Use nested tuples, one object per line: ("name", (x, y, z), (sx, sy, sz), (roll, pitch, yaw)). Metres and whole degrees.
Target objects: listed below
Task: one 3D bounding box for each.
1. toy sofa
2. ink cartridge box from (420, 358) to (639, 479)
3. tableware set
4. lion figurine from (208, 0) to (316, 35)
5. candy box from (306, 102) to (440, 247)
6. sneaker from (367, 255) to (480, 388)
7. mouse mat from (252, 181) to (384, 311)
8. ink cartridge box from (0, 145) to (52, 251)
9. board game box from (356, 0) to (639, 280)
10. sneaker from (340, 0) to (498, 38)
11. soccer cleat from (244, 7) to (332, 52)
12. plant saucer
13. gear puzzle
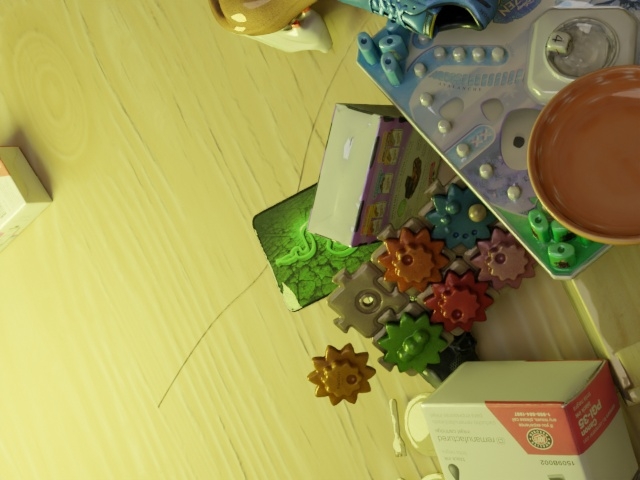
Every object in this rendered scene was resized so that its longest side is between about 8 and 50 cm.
("toy sofa", (0.353, 0.004, 1.426), (0.150, 0.177, 0.362), (-25, 82, 5))
("ink cartridge box", (0.268, 0.292, 1.439), (0.207, 0.117, 0.283), (-7, 109, 40))
("tableware set", (0.162, 0.298, 1.604), (0.128, 0.039, 0.194), (-10, 85, 40))
("lion figurine", (-0.023, -0.354, 1.532), (0.392, 0.142, 0.240), (-34, 49, 37))
("candy box", (0.077, -0.086, 1.518), (0.070, 0.196, 0.164), (20, 104, 28))
("sneaker", (0.166, 0.105, 1.553), (0.130, 0.087, 0.227), (-46, 68, 31))
("mouse mat", (0.000, 0.000, 1.679), (0.190, 0.007, 0.152), (-27, 82, 27))
("ink cartridge box", (-0.537, -0.048, 1.929), (0.198, 0.067, 0.115), (-39, 77, 24))
("board game box", (0.293, -0.215, 1.349), (0.390, 0.050, 0.390), (-39, 64, 0))
("sneaker", (0.096, -0.275, 1.358), (0.209, 0.069, 0.082), (8, 62, 17))
("soccer cleat", (-0.068, -0.295, 1.655), (0.196, 0.076, 0.068), (20, 70, 39))
("plant saucer", (0.317, -0.086, 1.245), (0.200, 0.037, 0.200), (-5, 69, 14))
("gear puzzle", (0.106, 0.080, 1.472), (0.175, 0.044, 0.339), (42, 105, -16))
